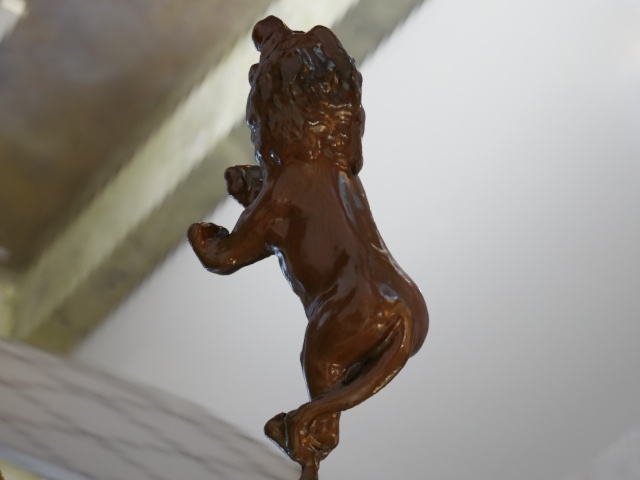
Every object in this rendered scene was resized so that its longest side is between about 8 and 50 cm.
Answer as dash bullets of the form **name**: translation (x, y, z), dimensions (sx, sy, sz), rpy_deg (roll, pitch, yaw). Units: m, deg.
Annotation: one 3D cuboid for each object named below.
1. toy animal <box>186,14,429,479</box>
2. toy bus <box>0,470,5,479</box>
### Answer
- **toy animal**: translation (0.000, 0.000, 1.276), dimensions (0.157, 0.097, 0.312), rpy_deg (-42, -120, 41)
- **toy bus**: translation (-0.349, 0.176, 1.194), dimensions (0.121, 0.335, 0.123), rpy_deg (-34, -109, 35)
